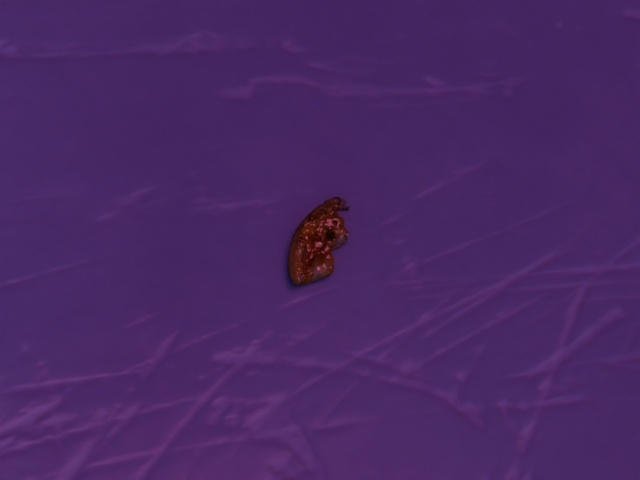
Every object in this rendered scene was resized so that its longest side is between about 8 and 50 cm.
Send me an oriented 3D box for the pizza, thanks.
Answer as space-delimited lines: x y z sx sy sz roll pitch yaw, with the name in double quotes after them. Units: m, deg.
0.000 0.000 0.848 0.037 0.016 0.083 33 57 -5 "pizza"
